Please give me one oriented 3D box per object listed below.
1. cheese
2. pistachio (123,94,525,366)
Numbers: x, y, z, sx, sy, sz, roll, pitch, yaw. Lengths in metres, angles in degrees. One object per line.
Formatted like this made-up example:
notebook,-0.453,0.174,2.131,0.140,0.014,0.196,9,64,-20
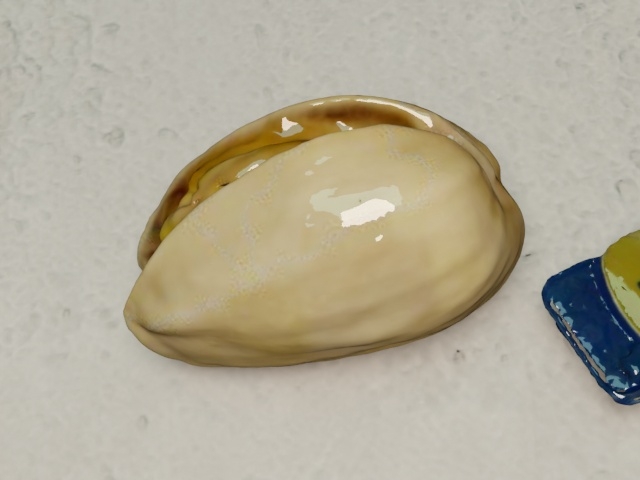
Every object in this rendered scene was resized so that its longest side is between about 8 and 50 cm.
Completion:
cheese,0.260,0.002,0.662,0.270,0.069,0.177,-28,64,-9
pistachio,0.000,0.000,0.655,0.229,0.157,0.157,-15,62,4
